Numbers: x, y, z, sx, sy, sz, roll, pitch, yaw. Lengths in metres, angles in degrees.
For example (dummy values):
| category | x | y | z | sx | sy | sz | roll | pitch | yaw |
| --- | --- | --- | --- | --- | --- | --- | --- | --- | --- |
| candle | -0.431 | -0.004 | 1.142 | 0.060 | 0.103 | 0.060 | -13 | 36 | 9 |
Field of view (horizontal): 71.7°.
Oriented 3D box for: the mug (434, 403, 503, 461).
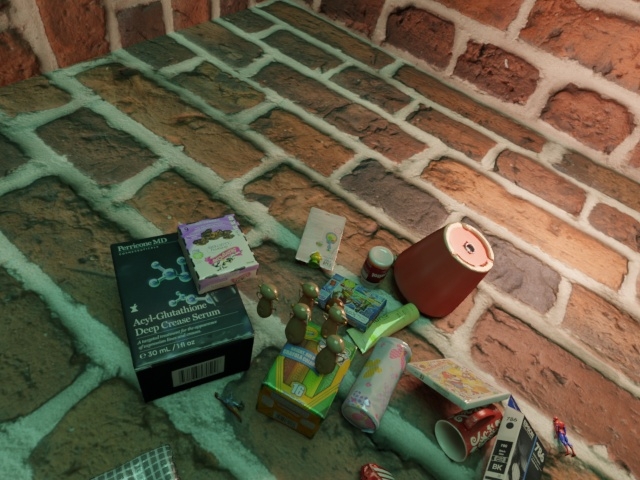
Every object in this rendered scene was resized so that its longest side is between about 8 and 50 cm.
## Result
| category | x | y | z | sx | sy | sz | roll | pitch | yaw |
| --- | --- | --- | --- | --- | --- | --- | --- | --- | --- |
| mug | 0.427 | 0.517 | 1.216 | 0.169 | 0.150 | 0.113 | -13 | 75 | -29 |

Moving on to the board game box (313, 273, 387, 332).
| category | x | y | z | sx | sy | sz | roll | pitch | yaw |
| --- | --- | --- | --- | --- | --- | --- | --- | --- | --- |
| board game box | 0.096 | 0.199 | 1.444 | 0.201 | 0.035 | 0.136 | 27 | 48 | 25 |

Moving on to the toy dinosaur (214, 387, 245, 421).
| category | x | y | z | sx | sy | sz | roll | pitch | yaw |
| --- | --- | --- | --- | --- | --- | --- | --- | --- | --- |
| toy dinosaur | -0.247 | 0.432 | 1.180 | 0.082 | 0.047 | 0.090 | -1 | 59 | 9 |

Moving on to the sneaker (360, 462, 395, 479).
| category | x | y | z | sx | sy | sz | roll | pitch | yaw |
| --- | --- | --- | --- | --- | --- | --- | --- | --- | --- |
| sneaker | 0.098 | 0.633 | 1.081 | 0.221 | 0.087 | 0.128 | -2 | 41 | -32 |

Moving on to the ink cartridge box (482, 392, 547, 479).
| category | x | y | z | sx | sy | sz | roll | pitch | yaw |
| --- | --- | --- | --- | --- | --- | --- | --- | --- | --- |
| ink cartridge box | 0.520 | 0.590 | 1.172 | 0.165 | 0.065 | 0.332 | 55 | 48 | -17 |

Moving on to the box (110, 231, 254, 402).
| category | x | y | z | sx | sy | sz | roll | pitch | yaw |
| --- | --- | --- | --- | --- | --- | --- | --- | --- | --- |
| box | -0.388 | 0.188 | 1.238 | 0.294 | 0.212 | 0.395 | -13 | 54 | -23 |

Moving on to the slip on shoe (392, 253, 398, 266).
| category | x | y | z | sx | sy | sz | roll | pitch | yaw |
| --- | --- | --- | --- | --- | --- | --- | --- | --- | --- |
| slip on shoe | 0.310 | 0.108 | 1.605 | 0.135 | 0.041 | 0.051 | 39 | 20 | -2 |

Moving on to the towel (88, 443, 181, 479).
| category | x | y | z | sx | sy | sz | roll | pitch | yaw |
| --- | --- | --- | --- | --- | --- | --- | --- | --- | --- |
| towel | -0.386 | 0.614 | 0.931 | 0.235 | 0.121 | 0.283 | -18 | 57 | -26 |

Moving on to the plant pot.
| category | x | y | z | sx | sy | sz | roll | pitch | yaw |
| --- | --- | --- | --- | --- | --- | --- | --- | --- | --- |
| plant pot | 0.423 | 0.083 | 1.483 | 0.275 | 0.243 | 0.274 | 15 | 51 | -19 |

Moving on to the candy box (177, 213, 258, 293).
| category | x | y | z | sx | sy | sz | roll | pitch | yaw |
| --- | --- | --- | --- | --- | --- | --- | --- | --- | --- |
| candy box | -0.282 | 0.032 | 1.210 | 0.165 | 0.070 | 0.196 | -15 | 54 | -26 |

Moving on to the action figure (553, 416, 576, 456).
| category | x | y | z | sx | sy | sz | roll | pitch | yaw |
| --- | --- | --- | --- | --- | --- | --- | --- | --- | --- |
| action figure | 0.716 | 0.578 | 1.310 | 0.038 | 0.030 | 0.115 | 14 | 43 | -10 |

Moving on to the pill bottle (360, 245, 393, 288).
| category | x | y | z | sx | sy | sz | roll | pitch | yaw |
| --- | --- | --- | --- | --- | --- | --- | --- | --- | --- |
| pill bottle | 0.186 | 0.096 | 1.505 | 0.086 | 0.152 | 0.086 | 7 | 49 | -9 |

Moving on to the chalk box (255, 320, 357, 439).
| category | x | y | z | sx | sy | sz | roll | pitch | yaw |
| --- | --- | --- | --- | --- | --- | --- | --- | --- | --- |
| chalk box | -0.024 | 0.348 | 1.215 | 0.180 | 0.179 | 0.289 | 26 | 49 | 8 |

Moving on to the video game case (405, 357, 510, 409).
| category | x | y | z | sx | sy | sz | roll | pitch | yaw |
| --- | --- | --- | --- | --- | --- | --- | --- | --- | --- |
| video game case | 0.391 | 0.401 | 1.262 | 0.227 | 0.026 | 0.206 | 7 | 12 | -39 |

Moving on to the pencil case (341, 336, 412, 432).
| category | x | y | z | sx | sy | sz | roll | pitch | yaw |
| --- | --- | --- | --- | --- | --- | --- | --- | --- | --- |
| pencil case | 0.165 | 0.404 | 1.263 | 0.114 | 0.124 | 0.273 | -2 | 34 | 39 |

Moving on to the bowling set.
| category | x | y | z | sx | sy | sz | roll | pitch | yaw |
| --- | --- | --- | --- | --- | --- | --- | --- | --- | --- |
| bowling set | -0.013 | 0.176 | 1.145 | 0.287 | 0.154 | 0.200 | 37 | 50 | 16 |

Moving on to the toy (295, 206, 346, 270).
| category | x | y | z | sx | sy | sz | roll | pitch | yaw |
| --- | --- | --- | --- | --- | --- | --- | --- | --- | --- |
| toy | 0.000 | 0.000 | 1.605 | 0.137 | 0.056 | 0.237 | 19 | 53 | -3 |

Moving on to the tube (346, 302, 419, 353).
| category | x | y | z | sx | sy | sz | roll | pitch | yaw |
| --- | --- | --- | --- | --- | --- | --- | --- | --- | --- |
| tube | 0.209 | 0.275 | 1.423 | 0.240 | 0.070 | 0.062 | -21 | 103 | -22 |
